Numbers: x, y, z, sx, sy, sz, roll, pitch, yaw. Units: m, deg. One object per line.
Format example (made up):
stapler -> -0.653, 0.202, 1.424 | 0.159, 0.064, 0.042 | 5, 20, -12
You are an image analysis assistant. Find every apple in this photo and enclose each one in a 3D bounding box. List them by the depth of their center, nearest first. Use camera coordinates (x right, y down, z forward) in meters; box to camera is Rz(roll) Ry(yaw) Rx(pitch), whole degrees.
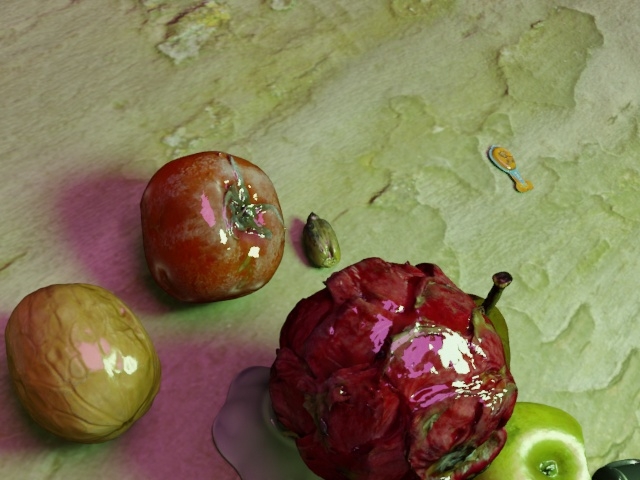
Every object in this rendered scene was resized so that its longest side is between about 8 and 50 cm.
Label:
apple -> 0.287, 0.340, 1.624 | 0.246, 0.226, 0.246 | 8, 49, -9

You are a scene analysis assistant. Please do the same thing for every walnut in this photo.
walnut -> -0.314, 0.156, 1.545 | 0.195, 0.195, 0.221 | -16, 63, -30

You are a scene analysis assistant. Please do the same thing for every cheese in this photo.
cheese -> 0.343, -0.131, 2.131 | 0.047, 0.017, 0.111 | -23, 67, -30

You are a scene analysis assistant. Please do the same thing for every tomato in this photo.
tomato -> -0.162, -0.017, 1.738 | 0.232, 0.188, 0.232 | 20, 62, -44

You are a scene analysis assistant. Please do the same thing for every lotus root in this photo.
lotus root -> 0.000, 0.000, 1.877 | 0.054, 0.049, 0.099 | -11, 61, -18

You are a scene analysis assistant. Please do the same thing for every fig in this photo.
fig -> 0.197, 0.123, 1.732 | 0.191, 0.290, 0.190 | -5, 46, 5

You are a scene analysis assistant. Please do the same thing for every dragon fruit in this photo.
dragon fruit -> 0.096, 0.184, 1.523 | 0.329, 0.329, 0.329 | 11, 52, -14

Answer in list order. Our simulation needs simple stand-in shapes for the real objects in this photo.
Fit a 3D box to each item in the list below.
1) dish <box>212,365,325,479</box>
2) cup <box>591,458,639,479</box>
dish -> -0.033, 0.254, 1.658 | 0.229, 0.081, 0.229 | 11, 53, -15
cup -> 0.476, 0.391, 1.726 | 0.176, 0.169, 0.223 | 0, 21, -13
